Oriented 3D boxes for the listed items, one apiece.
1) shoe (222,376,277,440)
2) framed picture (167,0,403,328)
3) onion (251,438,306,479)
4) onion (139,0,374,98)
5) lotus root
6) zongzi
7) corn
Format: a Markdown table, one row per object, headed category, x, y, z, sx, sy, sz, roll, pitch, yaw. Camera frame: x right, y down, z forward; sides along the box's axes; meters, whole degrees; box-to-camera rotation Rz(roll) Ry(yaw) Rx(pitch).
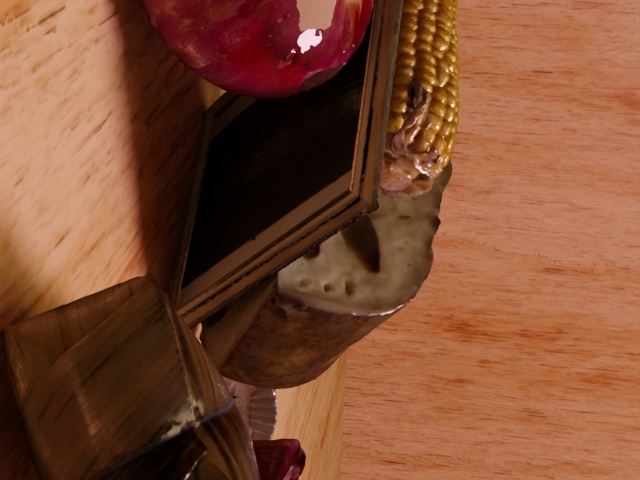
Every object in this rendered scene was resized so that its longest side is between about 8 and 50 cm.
| category | x | y | z | sx | sy | sz | roll | pitch | yaw |
| --- | --- | --- | --- | --- | --- | --- | --- | --- | --- |
| shoe | -0.073 | 0.124 | 1.251 | 0.099 | 0.071 | 0.169 | -60 | 151 | -82 |
| framed picture | -0.034 | -0.069 | 0.946 | 0.293 | 0.018 | 0.231 | -33 | -139 | 49 |
| onion | -0.088 | 0.219 | 0.831 | 0.283 | 0.120 | 0.227 | 109 | 2 | -66 |
| onion | -0.045 | -0.179 | 0.832 | 0.177 | 0.153 | 0.177 | 59 | 18 | -32 |
| lotus root | -0.006 | 0.016 | 1.063 | 0.260 | 0.149 | 0.267 | 124 | -20 | -51 |
| zongzi | -0.075 | 0.156 | 0.692 | 0.221 | 0.112 | 0.242 | 86 | -22 | -73 |
| corn | 0.058 | -0.169 | 0.977 | 0.106 | 0.106 | 0.293 | 85 | 6 | -58 |
